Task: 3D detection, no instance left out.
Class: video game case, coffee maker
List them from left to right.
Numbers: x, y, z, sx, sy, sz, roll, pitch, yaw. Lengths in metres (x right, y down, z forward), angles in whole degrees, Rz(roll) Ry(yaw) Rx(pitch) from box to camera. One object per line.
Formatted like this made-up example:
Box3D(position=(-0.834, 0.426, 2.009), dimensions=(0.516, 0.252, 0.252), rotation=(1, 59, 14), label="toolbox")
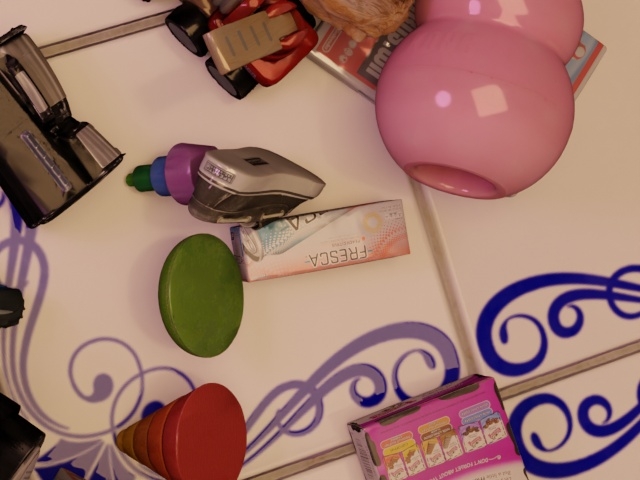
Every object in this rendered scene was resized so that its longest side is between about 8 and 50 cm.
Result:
Box3D(position=(-0.315, -0.100, 1.825), dimensions=(0.171, 0.120, 0.178), rotation=(-34, 97, 11), label="coffee maker")
Box3D(position=(0.149, -0.208, 1.976), dimensions=(0.285, 0.025, 0.204), rotation=(34, 82, -12), label="video game case")

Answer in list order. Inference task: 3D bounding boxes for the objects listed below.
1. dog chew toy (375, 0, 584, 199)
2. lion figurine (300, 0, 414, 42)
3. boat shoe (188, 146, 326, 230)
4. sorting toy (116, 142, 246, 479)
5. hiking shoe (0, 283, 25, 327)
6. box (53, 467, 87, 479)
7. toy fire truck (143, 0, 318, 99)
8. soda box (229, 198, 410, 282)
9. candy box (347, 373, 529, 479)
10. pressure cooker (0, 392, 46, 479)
Box3D(position=(0.180, -0.215, 1.874), dimensions=(0.206, 0.206, 0.332), rotation=(19, 78, -13), label="dog chew toy")
Box3D(position=(0.088, -0.401, 1.862), dimensions=(0.240, 0.142, 0.392), rotation=(39, 83, 19), label="lion figurine")
Box3D(position=(-0.070, -0.051, 1.847), dimensions=(0.078, 0.219, 0.070), rotation=(33, 105, 23), label="boat shoe")
Box3D(position=(-0.162, 0.084, 1.863), dimensions=(0.127, 0.126, 0.365), rotation=(4, 83, -57), label="sorting toy")
Box3D(position=(-0.427, -0.001, 1.786), dimensions=(0.304, 0.113, 0.132), rotation=(21, 77, -17), label="hiking shoe")
Box3D(position=(-0.217, 0.303, 1.804), dimensions=(0.130, 0.170, 0.091), rotation=(31, 82, -13), label="box")
Box3D(position=(-0.101, -0.244, 1.799), dimensions=(0.158, 0.246, 0.217), rotation=(-45, 100, -11), label="toy fire truck")
Box3D(position=(0.000, 0.000, 1.919), dimensions=(0.183, 0.058, 0.063), rotation=(-10, 92, -15), label="soda box")
Box3D(position=(0.144, 0.279, 1.945), dimensions=(0.159, 0.071, 0.233), rotation=(-19, 93, -14), label="candy box")
Box3D(position=(-0.447, 0.250, 1.629), dimensions=(0.420, 0.370, 0.375), rotation=(33, 125, -1), label="pressure cooker")
